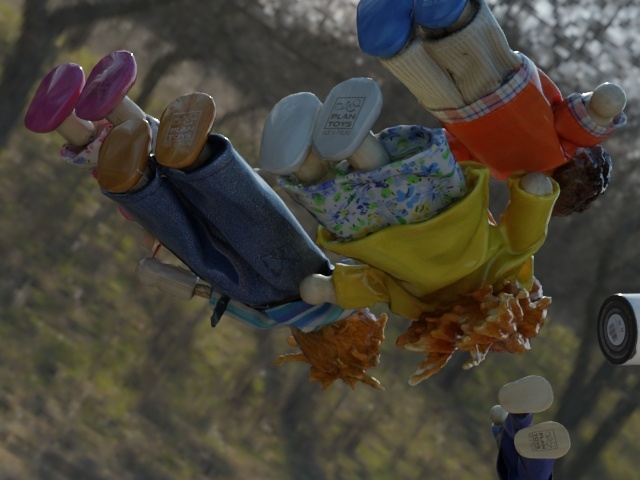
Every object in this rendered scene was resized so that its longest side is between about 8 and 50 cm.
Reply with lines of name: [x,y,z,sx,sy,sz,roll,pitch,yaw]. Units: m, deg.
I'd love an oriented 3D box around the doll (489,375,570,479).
doll: [0.160,0.179,1.187,0.189,0.046,0.129,83,-8,-61]

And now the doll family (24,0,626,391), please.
doll family: [0.000,0.000,0.627,0.263,0.118,0.163,-9,-36,34]

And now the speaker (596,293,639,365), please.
speaker: [0.282,0.067,1.172,0.136,0.055,0.055,0,18,-23]
